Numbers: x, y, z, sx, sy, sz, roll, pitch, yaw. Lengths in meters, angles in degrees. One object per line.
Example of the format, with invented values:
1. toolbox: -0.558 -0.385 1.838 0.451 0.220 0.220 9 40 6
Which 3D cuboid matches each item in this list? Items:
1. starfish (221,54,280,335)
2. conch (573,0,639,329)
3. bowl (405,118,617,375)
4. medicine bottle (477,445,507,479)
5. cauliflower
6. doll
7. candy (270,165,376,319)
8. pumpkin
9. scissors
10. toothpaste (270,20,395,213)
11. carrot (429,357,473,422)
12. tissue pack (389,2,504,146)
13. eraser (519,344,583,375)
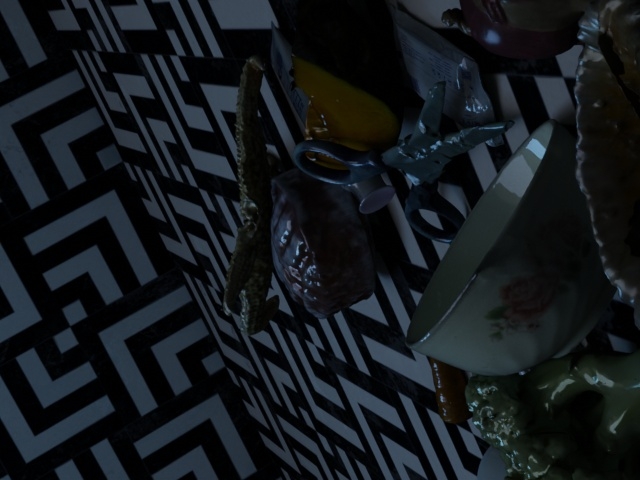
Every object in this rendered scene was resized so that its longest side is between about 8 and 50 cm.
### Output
1. starfish: -0.101 -0.061 2.181 0.324 0.082 0.432 49 -137 -79
2. conch: 0.320 -0.033 1.000 0.297 0.210 0.352 157 103 -74
3. bowl: 0.215 0.028 1.328 0.145 0.277 0.277 32 164 -4
4. medicine bottle: 0.316 0.332 1.704 0.144 0.144 0.252 63 166 -9
5. cauliflower: 0.293 0.215 1.373 0.327 0.260 0.281 29 156 21
6. doll: 0.183 -0.258 1.079 0.196 0.152 0.256 18 164 19
7. candy: 0.000 0.000 2.034 0.289 0.157 0.214 81 163 -57
8. pumpkin: 0.045 -0.213 1.676 0.148 0.169 0.312 13 155 5
9. scissors: 0.115 -0.102 1.584 0.256 0.029 0.383 27 160 -6
10. toothpaste: 0.003 -0.180 1.910 0.323 0.066 0.100 58 164 26
11. carrot: 0.186 0.179 1.998 0.057 0.057 0.224 35 147 55
12. tissue pack: 0.142 -0.191 1.529 0.193 0.026 0.122 43 157 45
13. eraser: 0.279 0.154 1.606 0.352 0.089 0.061 55 159 19
